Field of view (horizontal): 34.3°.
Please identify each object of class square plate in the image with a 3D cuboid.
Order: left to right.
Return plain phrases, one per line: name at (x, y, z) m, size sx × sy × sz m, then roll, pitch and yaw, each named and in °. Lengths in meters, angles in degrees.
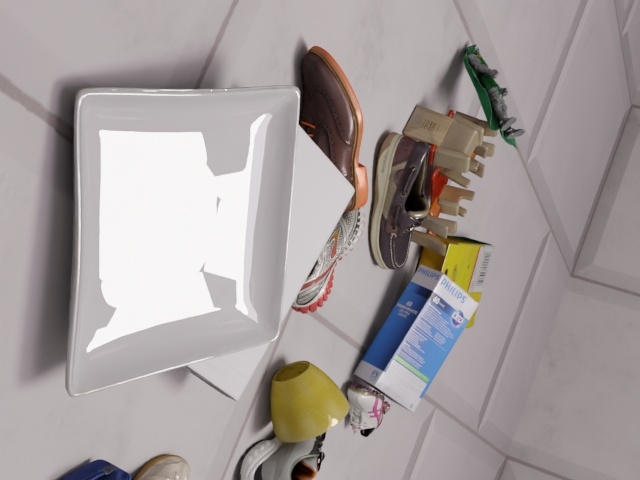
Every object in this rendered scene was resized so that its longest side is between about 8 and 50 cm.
square plate at (-0.166, -0.014, 1.250) m, size 0.344 × 0.049 × 0.347 m, roll -11°, pitch 111°, yaw -48°

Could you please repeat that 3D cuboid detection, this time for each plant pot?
plant pot at (-0.030, 0.256, 1.717) m, size 0.134 × 0.134 × 0.095 m, roll -41°, pitch 115°, yaw -49°

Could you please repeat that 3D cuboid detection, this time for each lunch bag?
lunch bag at (-0.284, 0.315, 1.280) m, size 0.098 × 0.067 × 0.065 m, roll -23°, pitch 126°, yaw -57°

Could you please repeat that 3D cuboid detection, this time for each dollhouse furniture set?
dollhouse furniture set at (0.237, -0.148, 2.036) m, size 0.262 × 0.135 × 0.259 m, roll -61°, pitch 164°, yaw -23°

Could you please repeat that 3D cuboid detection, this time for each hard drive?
hard drive at (-0.099, 0.016, 1.416) m, size 0.233 × 0.047 × 0.353 m, roll 45°, pitch 69°, yaw -47°

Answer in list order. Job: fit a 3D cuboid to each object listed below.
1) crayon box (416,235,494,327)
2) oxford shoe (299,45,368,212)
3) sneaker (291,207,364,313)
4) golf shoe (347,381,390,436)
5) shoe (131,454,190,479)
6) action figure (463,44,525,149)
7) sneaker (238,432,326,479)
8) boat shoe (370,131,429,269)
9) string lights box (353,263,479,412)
crayon box at (0.277, 0.092, 2.277) m, size 0.318 × 0.081 × 0.202 m, roll 5°, pitch 100°, yaw -65°
oxford shoe at (0.003, -0.152, 1.548) m, size 0.098 × 0.097 × 0.271 m, roll -26°, pitch 120°, yaw -25°
sneaker at (0.000, 0.000, 1.644) m, size 0.093 × 0.088 × 0.225 m, roll 46°, pitch 60°, yaw -53°
golf shoe at (0.089, 0.339, 2.064) m, size 0.086 × 0.067 × 0.186 m, roll -64°, pitch 154°, yaw -16°
shoe at (-0.238, 0.354, 1.410) m, size 0.219 × 0.058 × 0.077 m, roll -20°, pitch 123°, yaw -60°
action figure at (0.330, -0.299, 2.038) m, size 0.137 × 0.063 × 0.232 m, roll 42°, pitch 23°, yaw -54°
sneaker at (-0.031, 0.359, 1.785) m, size 0.271 × 0.108 × 0.100 m, roll -41°, pitch 139°, yaw -51°
boat shoe at (0.153, -0.060, 1.911) m, size 0.103 × 0.092 × 0.285 m, roll -42°, pitch 141°, yaw -48°
string lights box at (0.193, 0.195, 2.066) m, size 0.133 × 0.076 × 0.260 m, roll 39°, pitch 79°, yaw -36°
